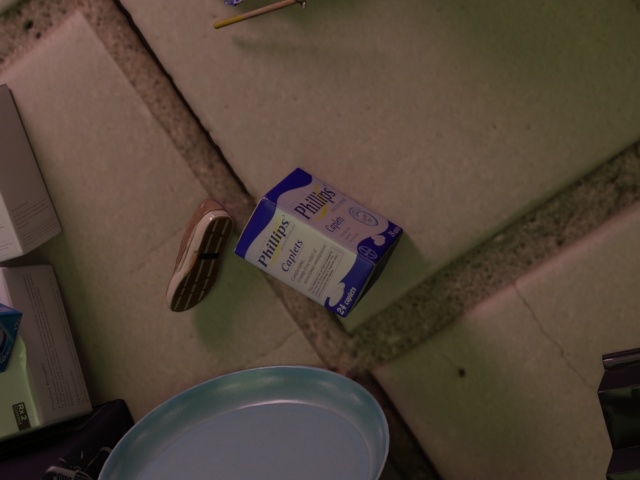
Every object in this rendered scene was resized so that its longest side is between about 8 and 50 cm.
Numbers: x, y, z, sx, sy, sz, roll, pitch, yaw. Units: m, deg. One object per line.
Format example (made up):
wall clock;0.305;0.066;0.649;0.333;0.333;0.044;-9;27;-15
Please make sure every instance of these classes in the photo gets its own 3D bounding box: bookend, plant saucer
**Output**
bookend;0.328;0.205;1.725;0.072;0.156;0.157;-13;100;20
plant saucer;-0.078;0.247;1.786;0.317;0.317;0.044;-6;124;18

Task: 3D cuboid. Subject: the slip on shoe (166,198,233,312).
slip on shoe;-0.137;0.016;1.872;0.041;0.051;0.135;51;129;41

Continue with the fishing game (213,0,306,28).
fishing game;-0.115;-0.346;1.734;0.189;0.041;0.264;-5;107;40

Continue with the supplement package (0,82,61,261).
supplement package;-0.378;-0.067;1.882;0.105;0.105;0.179;-15;101;20

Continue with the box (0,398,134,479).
box;-0.281;0.399;1.875;0.179;0.312;0.343;-18;100;20

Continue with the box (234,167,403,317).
box;0.000;0.000;1.779;0.137;0.126;0.072;30;113;6

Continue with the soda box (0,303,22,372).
soda box;-0.429;0.075;1.831;0.210;0.067;0.071;21;98;21

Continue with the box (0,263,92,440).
box;-0.377;0.137;1.912;0.182;0.119;0.181;-18;85;20
